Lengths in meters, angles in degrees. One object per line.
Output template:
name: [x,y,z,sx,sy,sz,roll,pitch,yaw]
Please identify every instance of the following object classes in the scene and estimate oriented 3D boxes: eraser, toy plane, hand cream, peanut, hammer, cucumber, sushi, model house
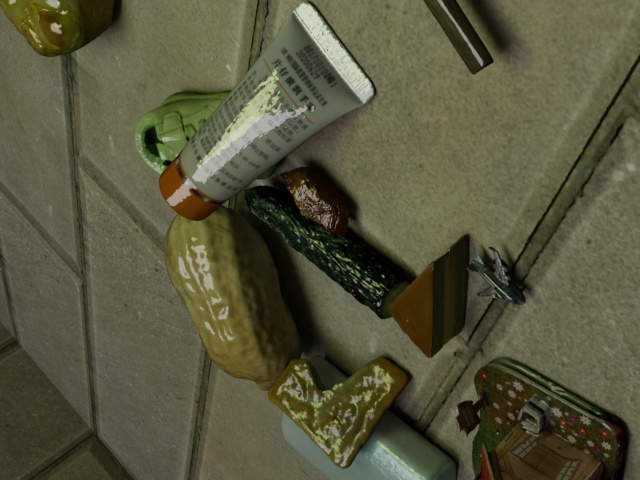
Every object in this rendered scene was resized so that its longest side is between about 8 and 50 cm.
eraser: [0.068,0.333,1.344,0.290,0.104,0.189,36,141,29]
toy plane: [0.201,0.044,0.972,0.083,0.031,0.079,37,144,28]
hand cream: [-0.083,-0.148,1.062,0.314,0.089,0.140,-36,89,33]
peanut: [-0.132,0.096,1.326,0.174,0.158,0.340,-121,13,-73]
hammer: [0.052,-0.313,0.798,0.365,0.043,0.111,57,172,-3]
cucumber: [0.000,0.000,1.171,0.293,0.067,0.068,38,144,29]
sushi: [-0.007,-0.053,1.132,0.118,0.061,0.060,52,122,20]
model house: [0.238,0.318,1.060,0.207,0.154,0.294,27,139,35]

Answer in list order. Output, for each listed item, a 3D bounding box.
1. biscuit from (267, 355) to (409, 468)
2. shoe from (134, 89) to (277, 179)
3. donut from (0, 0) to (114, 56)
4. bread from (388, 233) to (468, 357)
biscuit: [0.021,0.224,1.279,0.183,0.039,0.174,34,98,29]
shoe: [-0.165,-0.135,1.233,0.262,0.128,0.140,22,149,45]
donut: [-0.421,-0.414,1.292,0.208,0.128,0.262,14,130,48]
bread: [0.151,0.068,1.022,0.084,0.074,0.139,49,146,11]
